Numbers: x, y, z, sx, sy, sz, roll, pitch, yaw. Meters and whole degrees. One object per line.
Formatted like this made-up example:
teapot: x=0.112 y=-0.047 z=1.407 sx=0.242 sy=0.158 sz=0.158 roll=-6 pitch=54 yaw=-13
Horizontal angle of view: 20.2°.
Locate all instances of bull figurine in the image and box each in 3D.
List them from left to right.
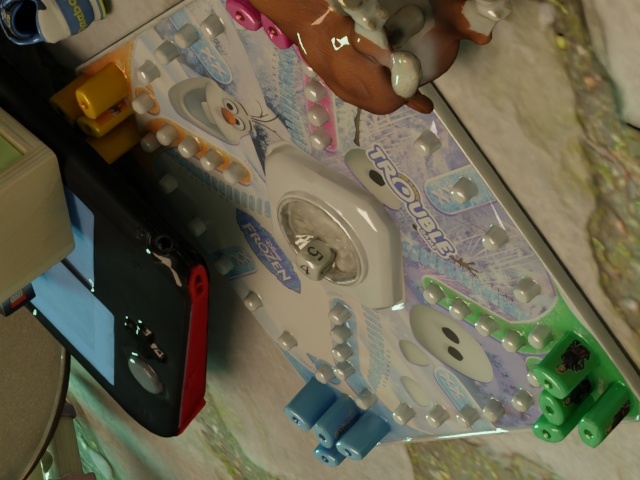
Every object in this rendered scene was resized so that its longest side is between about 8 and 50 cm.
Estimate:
bull figurine: x=-0.027 y=-0.194 z=0.999 sx=0.310 sy=0.101 sz=0.188 roll=44 pitch=170 yaw=-9

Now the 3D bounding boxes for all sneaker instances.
sneaker: x=-0.226 y=-0.182 z=1.353 sx=0.144 sy=0.059 sz=0.053 roll=18 pitch=143 yaw=44

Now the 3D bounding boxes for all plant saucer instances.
plant saucer: x=-0.351 y=0.133 z=1.749 sx=0.311 sy=0.310 sz=0.050 roll=23 pitch=-179 yaw=38

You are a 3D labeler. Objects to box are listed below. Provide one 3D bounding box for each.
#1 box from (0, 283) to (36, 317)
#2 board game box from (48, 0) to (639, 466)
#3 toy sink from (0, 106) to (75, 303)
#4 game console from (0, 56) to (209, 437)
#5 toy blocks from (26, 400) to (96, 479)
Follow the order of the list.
box: x=-0.338 y=-0.016 z=1.572 sx=0.207 sy=0.036 sz=0.114 roll=21 pitch=137 yaw=41
board game box: x=0.000 y=0.000 z=1.285 sx=0.390 sy=0.050 sz=0.390 roll=54 pitch=152 yaw=-11
toy sink: x=-0.328 y=-0.053 z=1.398 sx=0.234 sy=0.153 sz=0.131 roll=39 pitch=152 yaw=28
game console: x=-0.237 y=-0.020 z=1.515 sx=0.386 sy=0.060 sz=0.342 roll=43 pitch=160 yaw=16
toy blocks: x=-0.307 y=0.276 z=1.944 sx=0.288 sy=0.309 sz=0.260 roll=-38 pitch=62 yaw=51
